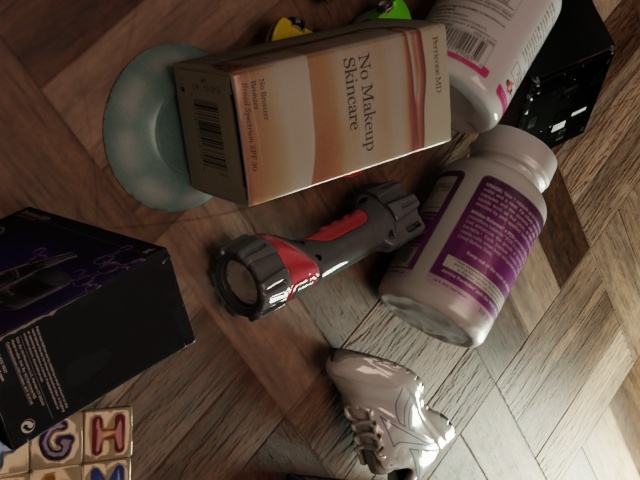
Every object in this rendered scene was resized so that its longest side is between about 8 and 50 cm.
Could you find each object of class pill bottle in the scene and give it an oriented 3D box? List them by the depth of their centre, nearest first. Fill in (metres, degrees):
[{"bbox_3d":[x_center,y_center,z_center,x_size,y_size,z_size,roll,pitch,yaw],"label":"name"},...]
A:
[{"bbox_3d":[0.235,-0.304,1.306,0.160,0.160,0.283,46,68,-39],"label":"pill bottle"},{"bbox_3d":[0.222,-0.012,1.354,0.169,0.169,0.301,44,70,-40],"label":"pill bottle"}]

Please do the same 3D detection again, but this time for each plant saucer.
[{"bbox_3d":[-0.153,-0.126,1.072,0.195,0.037,0.195,-11,106,-40],"label":"plant saucer"}]

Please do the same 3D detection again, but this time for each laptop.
[{"bbox_3d":[0.354,-0.281,1.525,0.234,0.136,0.264,-26,141,-36],"label":"laptop"}]

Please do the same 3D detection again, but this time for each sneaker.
[{"bbox_3d":[0.093,0.256,1.330,0.297,0.111,0.129,50,61,-36],"label":"sneaker"}]

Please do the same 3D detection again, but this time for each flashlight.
[{"bbox_3d":[0.000,0.000,1.208,0.304,0.103,0.103,-30,115,-40],"label":"flashlight"}]

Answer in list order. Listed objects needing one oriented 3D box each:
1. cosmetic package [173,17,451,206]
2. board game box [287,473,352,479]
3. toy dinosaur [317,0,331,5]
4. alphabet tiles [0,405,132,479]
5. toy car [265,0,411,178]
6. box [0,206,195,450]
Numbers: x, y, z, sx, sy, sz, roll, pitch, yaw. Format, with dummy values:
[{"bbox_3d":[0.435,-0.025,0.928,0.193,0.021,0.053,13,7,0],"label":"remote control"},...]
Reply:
[{"bbox_3d":[-0.001,-0.155,1.071,0.296,0.129,0.153,-22,115,-32],"label":"cosmetic package"},{"bbox_3d":[0.029,0.431,1.361,0.243,0.042,0.165,19,86,-44],"label":"board game box"},{"bbox_3d":[0.071,-0.362,1.224,0.211,0.064,0.112,-23,141,-34],"label":"toy dinosaur"},{"bbox_3d":[-0.330,0.298,0.970,0.285,0.011,0.342,0,91,-34],"label":"alphabet tiles"},{"bbox_3d":[0.036,-0.230,1.212,0.225,0.053,0.239,-49,128,-24],"label":"toy car"},{"bbox_3d":[-0.268,0.063,0.852,0.184,0.261,0.103,-28,117,-36],"label":"box"}]
